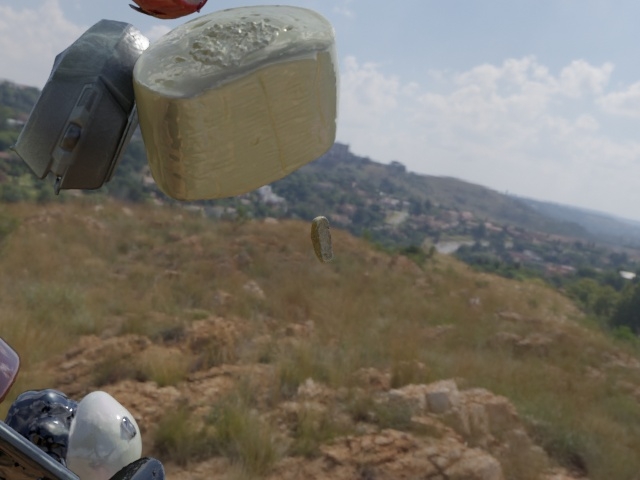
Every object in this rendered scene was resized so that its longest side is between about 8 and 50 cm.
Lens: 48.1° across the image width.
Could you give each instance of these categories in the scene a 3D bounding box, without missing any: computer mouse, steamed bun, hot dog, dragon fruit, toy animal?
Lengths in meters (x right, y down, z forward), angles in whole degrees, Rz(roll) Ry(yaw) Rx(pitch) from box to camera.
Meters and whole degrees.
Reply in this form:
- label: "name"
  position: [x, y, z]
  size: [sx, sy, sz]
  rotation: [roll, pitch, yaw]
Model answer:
- label: "computer mouse"
  position: [-0.275, -0.165, 0.855]
  size: [0.126, 0.231, 0.071]
  rotation: [27, -15, -14]
- label: "steamed bun"
  position: [-0.100, -0.168, 0.864]
  size: [0.250, 0.200, 0.155]
  rotation: [-21, 50, -16]
- label: "hot dog"
  position: [0.000, 0.000, 1.355]
  size: [0.030, 0.090, 0.034]
  rotation: [-10, 2, -35]
- label: "dragon fruit"
  position: [-0.329, -0.570, 1.481]
  size: [0.227, 0.224, 0.224]
  rotation: [26, 12, 24]
- label: "toy animal"
  position: [-0.489, 0.400, 1.419]
  size: [0.266, 0.213, 0.212]
  rotation: [12, 6, -13]

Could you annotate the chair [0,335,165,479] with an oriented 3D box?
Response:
- label: "chair"
  position: [-0.455, 0.322, 1.105]
  size: [0.401, 0.226, 0.226]
  rotation: [50, -11, -25]
